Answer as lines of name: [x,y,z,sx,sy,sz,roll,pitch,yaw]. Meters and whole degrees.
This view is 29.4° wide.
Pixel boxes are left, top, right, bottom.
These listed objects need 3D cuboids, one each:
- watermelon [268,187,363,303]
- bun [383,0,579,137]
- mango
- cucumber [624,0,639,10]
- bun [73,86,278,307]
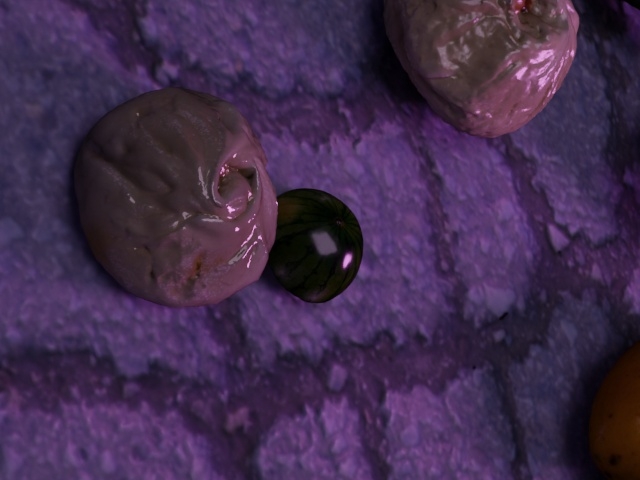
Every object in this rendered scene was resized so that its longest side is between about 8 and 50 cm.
watermelon: [0.000,0.000,1.067,0.105,0.062,0.105,19,61,-37]
bun: [0.165,-0.215,1.198,0.220,0.134,0.220,15,65,-34]
mango: [0.395,0.176,1.264,0.290,0.160,0.191,-7,79,-30]
cucumber: [0.441,-0.288,1.400,0.325,0.105,0.145,16,73,2]
bun: [-0.105,-0.038,0.974,0.183,0.102,0.183,10,72,-32]
